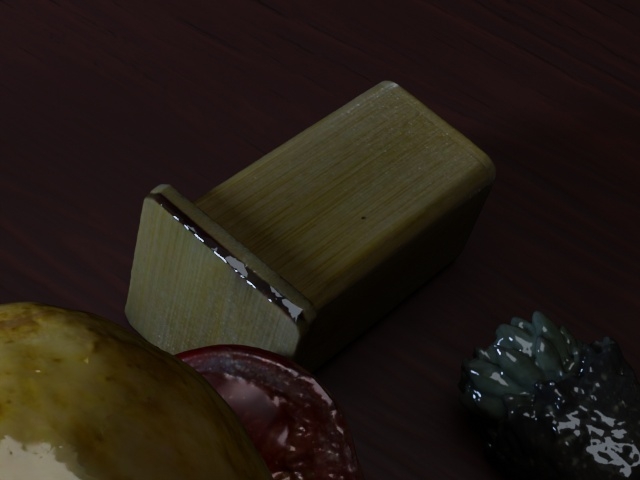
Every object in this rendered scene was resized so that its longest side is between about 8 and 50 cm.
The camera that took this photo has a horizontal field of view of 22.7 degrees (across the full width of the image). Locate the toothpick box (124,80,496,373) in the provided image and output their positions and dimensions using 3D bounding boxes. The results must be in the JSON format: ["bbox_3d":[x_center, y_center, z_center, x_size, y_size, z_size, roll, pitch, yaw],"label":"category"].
[{"bbox_3d":[0.000,0.000,1.460,0.187,0.190,0.308,39,51,19],"label":"toothpick box"}]

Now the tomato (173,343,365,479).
[{"bbox_3d":[-0.059,0.200,1.307,0.200,0.139,0.233,-10,86,10],"label":"tomato"}]

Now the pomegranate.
[{"bbox_3d":[-0.199,0.247,1.111,0.410,0.410,0.410,6,52,-8],"label":"pomegranate"}]

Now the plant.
[{"bbox_3d":[0.218,0.156,1.419,0.132,0.129,0.194,-29,68,-32],"label":"plant"}]
